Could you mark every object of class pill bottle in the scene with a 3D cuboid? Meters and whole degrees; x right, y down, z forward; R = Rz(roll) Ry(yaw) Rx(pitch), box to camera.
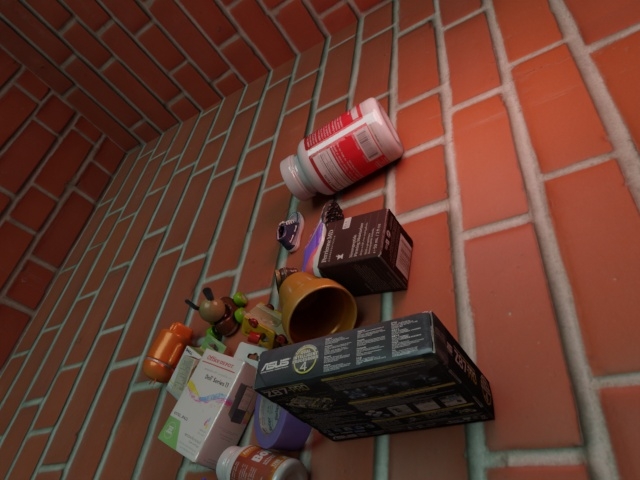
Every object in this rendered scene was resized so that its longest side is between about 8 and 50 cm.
[{"bbox_3d":[0.068,-0.306,1.628,0.407,0.229,0.229,-27,41,20],"label":"pill bottle"},{"bbox_3d":[-0.146,0.562,1.093,0.216,0.121,0.121,-4,52,39],"label":"pill bottle"}]

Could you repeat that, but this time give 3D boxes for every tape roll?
[{"bbox_3d":[-0.092,0.423,1.149,0.189,0.080,0.189,-43,37,45],"label":"tape roll"}]

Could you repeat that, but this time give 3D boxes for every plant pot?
[{"bbox_3d":[-0.029,0.182,1.286,0.205,0.205,0.188,-46,32,-3],"label":"plant pot"}]

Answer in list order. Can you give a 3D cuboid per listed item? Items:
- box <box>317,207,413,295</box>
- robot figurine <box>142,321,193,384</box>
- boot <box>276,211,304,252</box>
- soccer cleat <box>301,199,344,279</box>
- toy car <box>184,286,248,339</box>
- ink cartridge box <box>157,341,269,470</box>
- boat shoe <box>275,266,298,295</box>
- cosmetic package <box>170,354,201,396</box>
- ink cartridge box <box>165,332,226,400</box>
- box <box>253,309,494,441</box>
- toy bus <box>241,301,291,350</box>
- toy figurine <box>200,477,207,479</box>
[{"bbox_3d":[0.131,0.039,1.296,0.203,0.167,0.169,-13,47,34],"label":"box"},{"bbox_3d":[-0.530,0.396,1.591,0.158,0.128,0.220,11,60,23],"label":"robot figurine"},{"bbox_3d":[-0.111,-0.051,1.664,0.069,0.086,0.190,-23,42,25],"label":"boot"},{"bbox_3d":[0.000,0.000,1.507,0.116,0.108,0.318,-18,47,36],"label":"soccer cleat"},{"bbox_3d":[-0.361,0.225,1.546,0.155,0.188,0.149,-34,39,12],"label":"toy car"},{"bbox_3d":[-0.291,0.448,1.331,0.207,0.119,0.354,1,56,43],"label":"ink cartridge box"},{"bbox_3d":[-0.104,0.133,1.437,0.073,0.207,0.073,-13,76,-10],"label":"boat shoe"},{"bbox_3d":[-0.406,0.415,1.400,0.060,0.041,0.115,9,75,37],"label":"cosmetic package"},{"bbox_3d":[-0.400,0.408,1.467,0.109,0.062,0.209,21,82,40],"label":"ink cartridge box"},{"bbox_3d":[0.111,0.302,0.947,0.394,0.318,0.097,-21,43,28],"label":"box"},{"bbox_3d":[-0.136,0.275,1.365,0.202,0.190,0.105,-115,32,-52],"label":"toy bus"},{"bbox_3d":[-0.333,0.717,1.141,0.362,0.191,0.217,-45,0,22],"label":"toy figurine"}]
